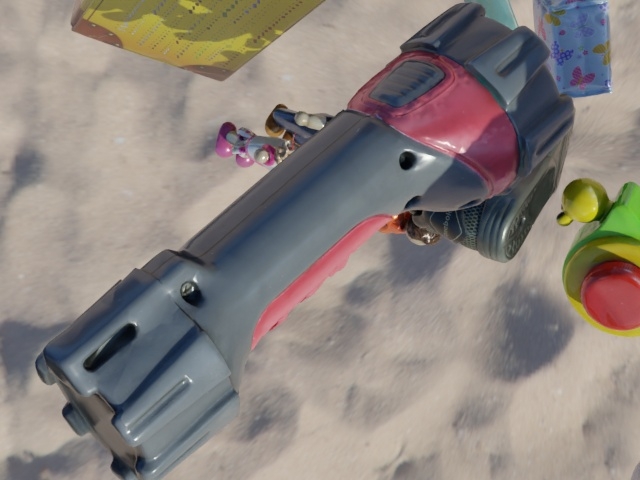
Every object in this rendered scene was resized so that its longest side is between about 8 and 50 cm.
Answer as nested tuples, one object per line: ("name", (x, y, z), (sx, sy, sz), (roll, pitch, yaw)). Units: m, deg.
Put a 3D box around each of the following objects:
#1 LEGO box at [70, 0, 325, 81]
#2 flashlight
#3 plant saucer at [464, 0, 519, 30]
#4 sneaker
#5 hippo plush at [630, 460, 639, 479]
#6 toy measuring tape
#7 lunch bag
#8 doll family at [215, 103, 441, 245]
("LEGO box", (-0.062, -0.411, 1.337), (0.193, 0.500, 0.372), (17, 76, -19))
("flashlight", (0.000, 0.000, 0.691), (0.103, 0.103, 0.304), (47, 66, -1))
("plant saucer", (0.149, -0.313, 1.409), (0.044, 0.317, 0.317), (-21, 89, 11))
("sneaker", (0.146, -0.071, 1.206), (0.130, 0.227, 0.087), (20, 131, 20))
("hippo plush", (0.240, 0.131, 0.683), (0.234, 0.236, 0.294), (8, 75, 34))
("toy measuring tape", (0.322, 0.075, 1.272), (0.121, 0.121, 0.330), (-39, 103, 10))
("lunch bag", (0.174, -0.144, 0.944), (0.053, 0.083, 0.071), (-9, 114, -1))
("doll family", (0.038, -0.083, 1.290), (0.163, 0.263, 0.118), (18, 86, 42))
